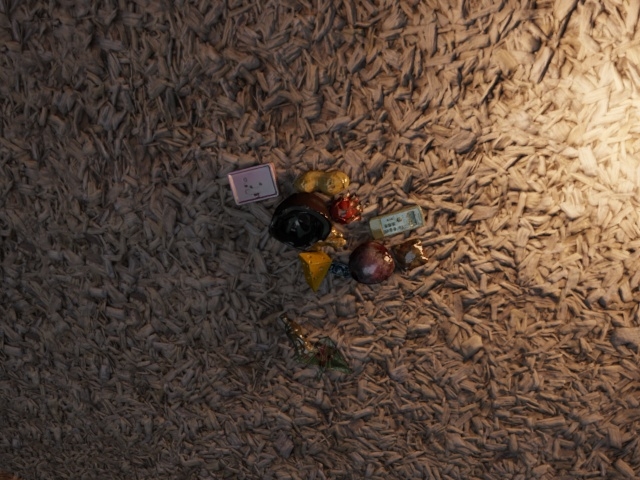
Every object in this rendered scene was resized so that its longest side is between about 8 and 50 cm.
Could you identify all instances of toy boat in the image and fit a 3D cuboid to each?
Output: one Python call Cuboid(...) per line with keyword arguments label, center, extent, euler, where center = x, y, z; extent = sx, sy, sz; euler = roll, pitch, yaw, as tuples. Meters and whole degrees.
Cuboid(label="toy boat", center=(0.087, 0.132, 1.790), extent=(0.137, 0.061, 0.060), euler=(22, 108, 0))

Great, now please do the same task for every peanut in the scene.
Cuboid(label="peanut", center=(0.004, -0.241, 1.666), extent=(0.230, 0.103, 0.098), euler=(0, 109, 4))

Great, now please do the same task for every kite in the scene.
Cuboid(label="kite", center=(0.011, 0.579, 1.958), extent=(0.324, 0.013, 0.267), euler=(11, 106, 5))

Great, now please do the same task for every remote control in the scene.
Cuboid(label="remote control", center=(0.324, -0.077, 1.714), extent=(0.234, 0.038, 0.097), euler=(-16, 105, 10))

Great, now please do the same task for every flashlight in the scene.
Cuboid(label="flashlight", center=(0.441, 0.223, 1.800), extent=(0.083, 0.018, 0.018), euler=(-41, 100, 16))

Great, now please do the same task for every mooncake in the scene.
Cuboid(label="mooncake", center=(0.389, 0.062, 1.731), extent=(0.130, 0.073, 0.125), euler=(-26, 100, 11))

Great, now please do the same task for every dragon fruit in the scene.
Cuboid(label="dragon fruit", center=(0.105, -0.128, 1.689), extent=(0.142, 0.130, 0.121), euler=(-29, 68, 15))

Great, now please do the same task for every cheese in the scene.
Cuboid(label="cheese", center=(-0.034, 0.143, 1.776), extent=(0.126, 0.093, 0.171), euler=(-9, 126, -32))

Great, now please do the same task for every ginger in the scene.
Cuboid(label="ginger", center=(0.004, -0.014, 1.748), extent=(0.206, 0.081, 0.115), euler=(-10, 109, 13))

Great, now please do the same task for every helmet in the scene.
Cuboid(label="helmet", center=(-0.069, -0.102, 1.648), extent=(0.225, 0.177, 0.305), euler=(34, 136, -23))

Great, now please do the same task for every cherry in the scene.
Cuboid(label="cherry", center=(0.211, 0.101, 1.694), extent=(0.195, 0.195, 0.194), euler=(2, 107, 6))

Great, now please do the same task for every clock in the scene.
Cuboid(label="clock", center=(-0.281, -0.242, 1.718), extent=(0.198, 0.063, 0.149), euler=(-12, 105, 10))

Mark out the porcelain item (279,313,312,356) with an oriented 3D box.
Cuboid(label="porcelain item", center=(-0.122, 0.443, 1.907), extent=(0.081, 0.069, 0.215), euler=(-29, 94, 16))
